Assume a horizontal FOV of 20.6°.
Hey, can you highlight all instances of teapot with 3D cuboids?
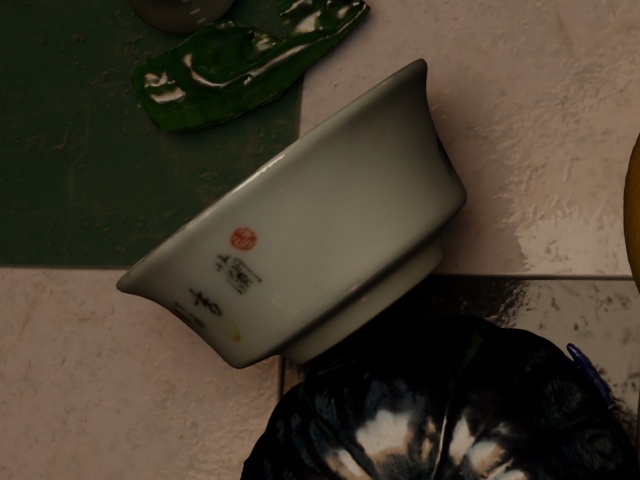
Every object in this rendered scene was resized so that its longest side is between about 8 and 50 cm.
[{"bbox_3d":[-0.130,-0.287,1.786,0.166,0.119,0.130,-34,72,8],"label":"teapot"}]

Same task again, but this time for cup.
[{"bbox_3d":[0.000,0.000,1.604,0.347,0.347,0.163,-37,91,8],"label":"cup"}]

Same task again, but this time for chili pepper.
[{"bbox_3d":[-0.070,-0.186,1.768,0.253,0.083,0.099,-30,81,4],"label":"chili pepper"}]

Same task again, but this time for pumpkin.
[{"bbox_3d":[0.107,0.247,1.530,0.363,0.266,0.363,-2,79,12],"label":"pumpkin"}]

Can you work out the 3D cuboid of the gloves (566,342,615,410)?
[{"bbox_3d":[0.229,0.137,1.638,0.064,0.026,0.086,-42,71,8],"label":"gloves"}]

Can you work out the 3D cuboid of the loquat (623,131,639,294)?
[{"bbox_3d":[0.422,-0.003,1.472,0.328,0.328,0.359,-25,116,12],"label":"loquat"}]
